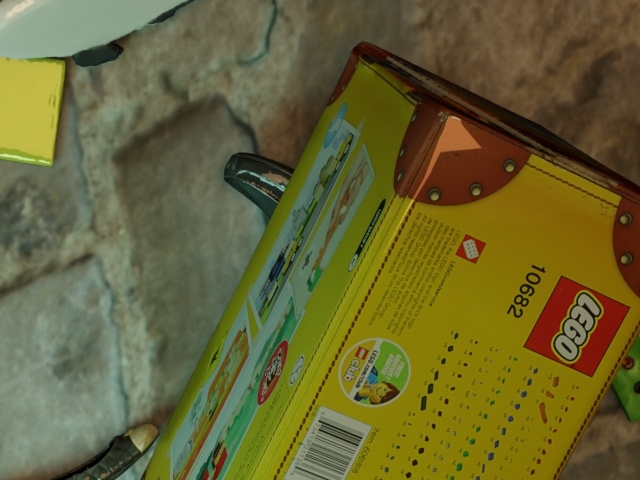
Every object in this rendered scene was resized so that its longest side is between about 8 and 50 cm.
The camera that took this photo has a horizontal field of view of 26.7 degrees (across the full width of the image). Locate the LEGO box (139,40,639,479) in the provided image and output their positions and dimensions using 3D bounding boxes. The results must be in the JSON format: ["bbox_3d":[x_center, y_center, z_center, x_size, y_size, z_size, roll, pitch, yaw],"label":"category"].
[{"bbox_3d":[0.027,0.126,1.049,0.193,0.372,0.500,24,101,-13],"label":"LEGO box"}]

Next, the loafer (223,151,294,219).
[{"bbox_3d":[0.000,0.000,1.241,0.223,0.076,0.078,35,80,-10],"label":"loafer"}]

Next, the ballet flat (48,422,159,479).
[{"bbox_3d":[-0.226,0.213,1.231,0.173,0.057,0.049,-30,90,-5],"label":"ballet flat"}]

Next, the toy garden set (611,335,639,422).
[{"bbox_3d":[0.355,0.026,1.299,0.244,0.049,0.204,-28,96,-4],"label":"toy garden set"}]

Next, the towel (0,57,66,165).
[{"bbox_3d":[-0.356,-0.134,1.228,0.237,0.021,0.102,8,96,-8],"label":"towel"}]

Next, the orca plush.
[{"bbox_3d":[-0.182,-0.257,1.204,0.287,0.151,0.102,-30,63,-2],"label":"orca plush"}]
